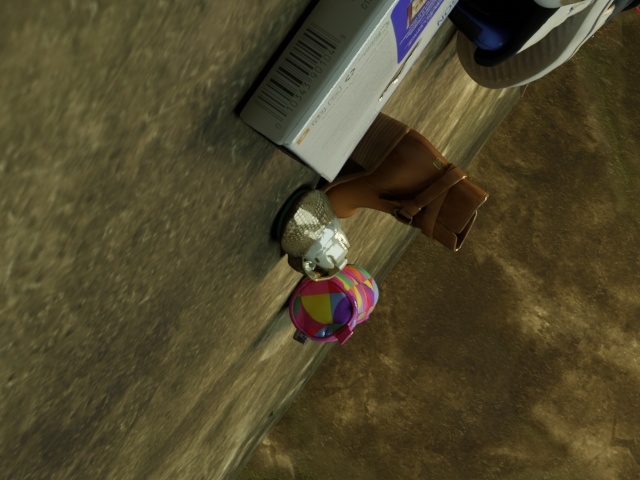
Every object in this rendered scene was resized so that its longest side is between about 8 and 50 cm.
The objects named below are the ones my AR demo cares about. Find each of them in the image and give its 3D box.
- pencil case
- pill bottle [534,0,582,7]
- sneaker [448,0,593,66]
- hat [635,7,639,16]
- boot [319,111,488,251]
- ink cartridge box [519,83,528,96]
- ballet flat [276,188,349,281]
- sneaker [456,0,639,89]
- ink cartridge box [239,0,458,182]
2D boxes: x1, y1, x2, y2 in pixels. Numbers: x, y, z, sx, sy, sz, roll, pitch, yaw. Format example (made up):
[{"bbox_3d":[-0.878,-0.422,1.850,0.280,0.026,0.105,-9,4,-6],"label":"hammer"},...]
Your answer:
[{"bbox_3d":[0.023,0.090,1.465,0.104,0.104,0.236,-56,173,10],"label":"pencil case"},{"bbox_3d":[0.249,-0.254,0.641,0.265,0.153,0.153,-12,-170,21],"label":"pill bottle"},{"bbox_3d":[0.176,-0.242,0.913,0.182,0.127,0.315,-30,-174,-5],"label":"sneaker"},{"bbox_3d":[0.454,-0.420,1.544,0.208,0.183,0.173,-53,173,-11],"label":"hat"},{"bbox_3d":[0.079,-0.039,1.020,0.073,0.152,0.197,-52,172,-21],"label":"boot"},{"bbox_3d":[0.279,-0.286,1.265,0.145,0.045,0.179,81,9,-79],"label":"ink cartridge box"},{"bbox_3d":[0.000,0.000,1.032,0.073,0.067,0.206,-52,172,-5],"label":"ballet flat"},{"bbox_3d":[0.283,-0.282,1.108,0.127,0.126,0.321,-28,171,-39],"label":"sneaker"},{"bbox_3d":[0.037,-0.142,0.709,0.206,0.045,0.208,-55,172,2],"label":"ink cartridge box"}]
